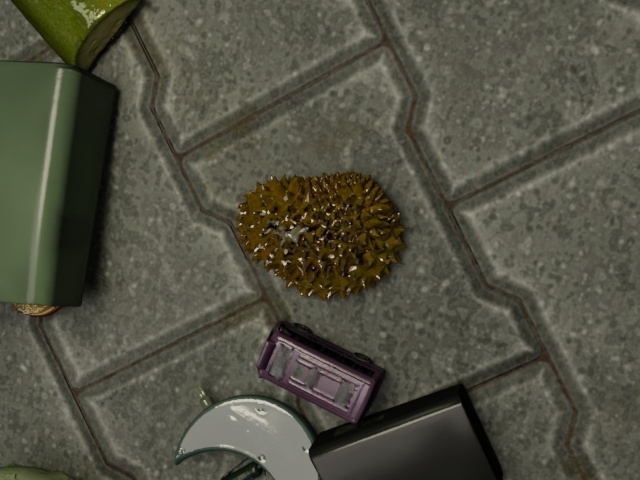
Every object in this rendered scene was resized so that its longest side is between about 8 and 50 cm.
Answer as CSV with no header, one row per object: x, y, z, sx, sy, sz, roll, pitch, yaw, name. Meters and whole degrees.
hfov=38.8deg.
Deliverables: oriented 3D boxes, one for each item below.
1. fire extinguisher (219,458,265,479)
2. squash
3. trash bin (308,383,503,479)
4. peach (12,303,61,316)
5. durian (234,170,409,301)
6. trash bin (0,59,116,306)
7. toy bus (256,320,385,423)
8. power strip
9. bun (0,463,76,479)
-0.115,0.354,1.384,0.083,0.025,0.038,-31,64,14,fire extinguisher
-0.406,-0.390,1.349,0.252,0.093,0.169,48,114,6,squash
0.124,0.317,1.278,0.225,0.115,0.165,-24,89,13,trash bin
-0.436,0.075,1.421,0.098,0.061,0.098,0,81,1,peach
-0.002,-0.006,1.277,0.249,0.138,0.183,-2,85,8,durian
-0.447,-0.081,1.329,0.223,0.158,0.343,5,85,13,trash bin
-0.004,0.186,1.304,0.178,0.098,0.087,25,100,11,toy bus
-0.101,0.310,1.344,0.253,0.054,0.167,33,84,12,power strip
-0.445,0.449,1.396,0.293,0.187,0.293,3,119,5,bun
